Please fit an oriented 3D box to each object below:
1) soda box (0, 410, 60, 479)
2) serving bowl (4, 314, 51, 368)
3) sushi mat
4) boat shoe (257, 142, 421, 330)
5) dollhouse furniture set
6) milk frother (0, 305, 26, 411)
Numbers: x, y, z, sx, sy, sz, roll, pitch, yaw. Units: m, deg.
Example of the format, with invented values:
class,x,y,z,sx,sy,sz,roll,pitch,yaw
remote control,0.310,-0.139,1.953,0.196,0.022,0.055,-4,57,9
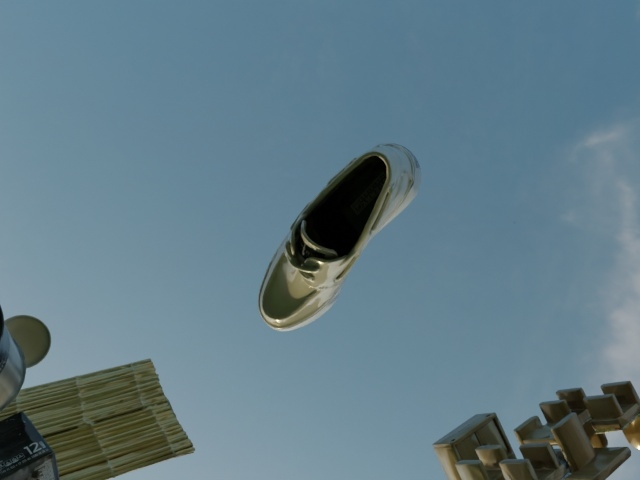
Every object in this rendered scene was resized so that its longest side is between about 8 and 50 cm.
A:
class,x,y,z,sx,sy,sz,roll,pitch,yaw
soda box,-0.268,0.186,0.428,0.060,0.169,0.053,28,-54,39
serving bowl,-0.462,0.157,0.992,0.083,0.027,0.083,3,-99,-17
sushi mat,-0.309,0.214,0.676,0.151,0.317,0.019,51,-41,40
boat shoe,0.000,0.000,0.681,0.095,0.084,0.258,42,-68,19
dollhouse furniture set,0.283,0.309,0.817,0.242,0.212,0.160,-33,-100,57
milk frother,-0.307,0.076,0.468,0.143,0.134,0.129,45,-120,6
